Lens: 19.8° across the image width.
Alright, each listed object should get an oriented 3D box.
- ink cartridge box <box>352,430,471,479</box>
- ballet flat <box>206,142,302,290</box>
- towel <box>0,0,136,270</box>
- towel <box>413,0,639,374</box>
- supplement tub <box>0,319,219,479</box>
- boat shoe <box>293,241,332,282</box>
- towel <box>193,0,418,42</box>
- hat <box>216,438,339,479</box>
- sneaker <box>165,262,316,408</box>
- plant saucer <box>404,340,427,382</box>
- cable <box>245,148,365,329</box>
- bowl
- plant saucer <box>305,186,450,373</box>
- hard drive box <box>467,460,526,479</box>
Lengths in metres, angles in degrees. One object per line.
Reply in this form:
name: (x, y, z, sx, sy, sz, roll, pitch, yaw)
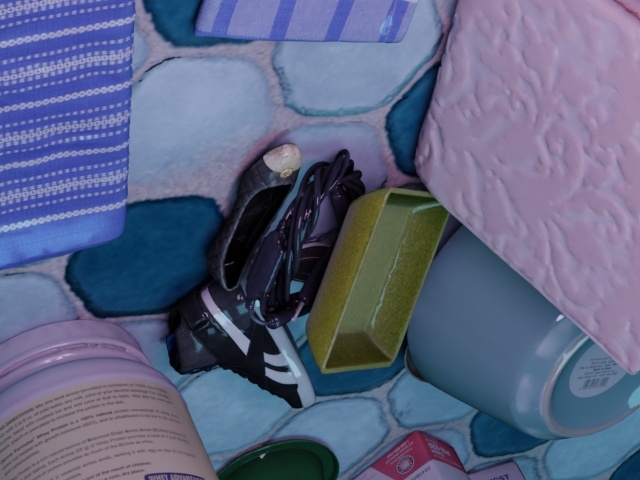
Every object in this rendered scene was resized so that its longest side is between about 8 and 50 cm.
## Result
ink cartridge box: (0.122, 0.362, 2.178, 0.158, 0.218, 0.092, -40, 143, 16)
ballet flat: (-0.057, -0.024, 1.725, 0.057, 0.049, 0.173, 0, 136, -34)
towel: (-0.269, -0.086, 1.518, 0.243, 0.040, 0.336, -14, 142, -20)
towel: (0.224, -0.089, 1.612, 0.053, 0.317, 0.332, -28, 149, -33)
supplement tub: (-0.210, 0.260, 1.739, 0.235, 0.325, 0.235, -18, 143, -14)
boat shoe: (0.013, 0.032, 1.850, 0.125, 0.038, 0.046, 8, 131, -40)
towel: (0.030, -0.271, 1.491, 0.209, 0.034, 0.285, -2, 137, -31)
hat: (-0.030, 0.344, 2.084, 0.173, 0.183, 0.208, -29, 145, 3)
sneaker: (-0.089, 0.114, 1.861, 0.121, 0.079, 0.217, -24, 136, 1)
plant saucer: (0.165, 0.095, 2.037, 0.168, 0.029, 0.168, -19, 144, -15)
cable: (0.000, 0.000, 1.749, 0.150, 0.047, 0.184, 1, 115, -58)
bowl: (0.264, 0.091, 1.941, 0.311, 0.163, 0.311, -21, 137, -21)
plant saucer: (0.051, 0.032, 1.787, 0.188, 0.045, 0.188, 3, 108, -66)
hard drive box: (0.207, 0.409, 2.281, 0.181, 0.232, 0.089, -13, 143, -18)
